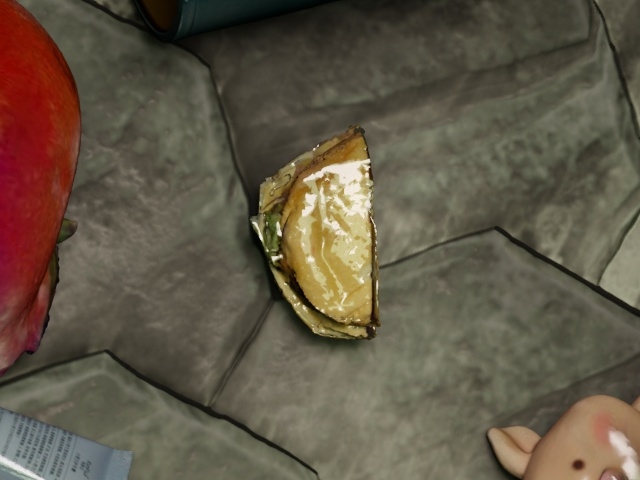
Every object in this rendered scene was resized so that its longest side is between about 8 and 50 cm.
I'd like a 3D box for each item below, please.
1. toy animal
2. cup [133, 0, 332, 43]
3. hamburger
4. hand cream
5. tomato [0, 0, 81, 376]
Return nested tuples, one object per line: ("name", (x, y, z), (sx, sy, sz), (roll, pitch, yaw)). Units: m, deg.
("toy animal", (0.282, 0.175, 1.464), (0.248, 0.149, 0.165), (-22, 71, -8))
("cup", (-0.021, -0.316, 1.450), (0.292, 0.308, 0.242), (-14, 116, -15))
("hamburger", (-0.006, -0.004, 1.460), (0.102, 0.087, 0.176), (-4, 89, -1))
("hand cream", (-0.278, 0.148, 1.376), (0.271, 0.091, 0.058), (21, 119, -8))
("tomato", (-0.317, -0.061, 1.324), (0.289, 0.176, 0.335), (12, 70, -8))
